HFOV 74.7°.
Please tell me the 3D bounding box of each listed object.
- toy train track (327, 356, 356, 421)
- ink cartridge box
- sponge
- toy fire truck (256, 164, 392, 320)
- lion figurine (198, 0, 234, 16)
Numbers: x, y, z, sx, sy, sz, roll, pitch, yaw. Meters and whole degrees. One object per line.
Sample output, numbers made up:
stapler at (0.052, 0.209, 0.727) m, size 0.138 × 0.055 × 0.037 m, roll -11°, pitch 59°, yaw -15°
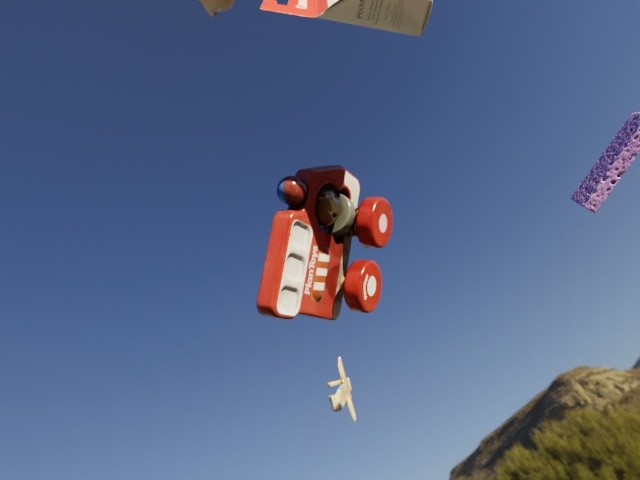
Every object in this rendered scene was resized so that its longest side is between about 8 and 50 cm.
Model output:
toy train track at (0.012, 0.113, 0.308) m, size 0.014 × 0.048 × 0.083 m, roll -16°, pitch -12°, yaw 5°
ink cartridge box at (0.035, -0.376, 0.641) m, size 0.232 × 0.189 × 0.066 m, roll 10°, pitch -53°, yaw -9°
sponge at (0.606, -0.162, 0.869) m, size 0.210 × 0.031 × 0.117 m, roll -63°, pitch -11°, yaw 21°
toy fire truck at (0.000, 0.000, 0.769) m, size 0.254 × 0.169 × 0.302 m, roll 25°, pitch -108°, yaw -57°
lion figurine at (-0.019, -0.206, 0.219) m, size 0.240 × 0.392 × 0.142 m, roll -6°, pitch -64°, yaw -8°
